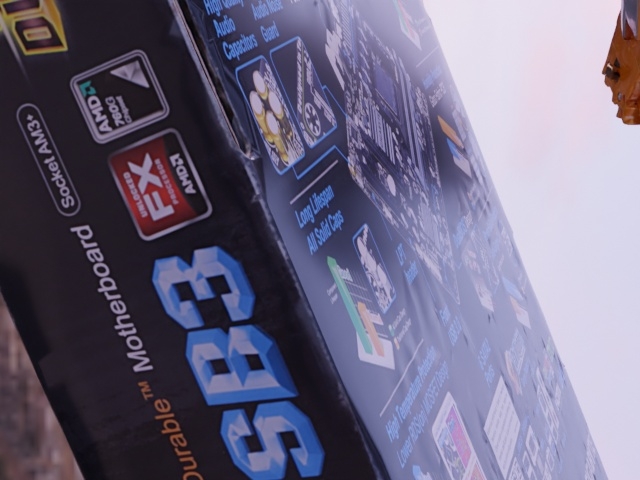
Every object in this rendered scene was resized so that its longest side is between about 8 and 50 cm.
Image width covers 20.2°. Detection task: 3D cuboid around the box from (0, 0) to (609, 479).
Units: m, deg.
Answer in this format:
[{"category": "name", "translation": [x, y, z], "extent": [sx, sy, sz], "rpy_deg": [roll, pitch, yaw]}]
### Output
[{"category": "box", "translation": [0.000, 0.000, 0.506], "extent": [0.293, 0.073, 0.295], "rpy_deg": [66, 14, -8]}]

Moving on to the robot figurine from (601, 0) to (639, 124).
[{"category": "robot figurine", "translation": [0.240, -0.169, 0.809], "extent": [0.085, 0.211, 0.291], "rpy_deg": [-101, -162, -46]}]
